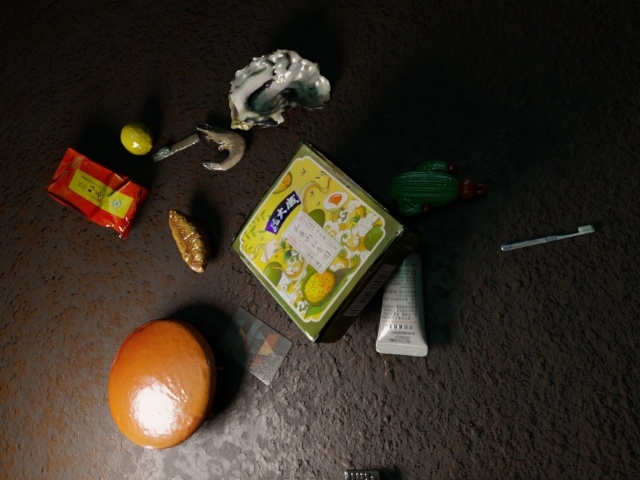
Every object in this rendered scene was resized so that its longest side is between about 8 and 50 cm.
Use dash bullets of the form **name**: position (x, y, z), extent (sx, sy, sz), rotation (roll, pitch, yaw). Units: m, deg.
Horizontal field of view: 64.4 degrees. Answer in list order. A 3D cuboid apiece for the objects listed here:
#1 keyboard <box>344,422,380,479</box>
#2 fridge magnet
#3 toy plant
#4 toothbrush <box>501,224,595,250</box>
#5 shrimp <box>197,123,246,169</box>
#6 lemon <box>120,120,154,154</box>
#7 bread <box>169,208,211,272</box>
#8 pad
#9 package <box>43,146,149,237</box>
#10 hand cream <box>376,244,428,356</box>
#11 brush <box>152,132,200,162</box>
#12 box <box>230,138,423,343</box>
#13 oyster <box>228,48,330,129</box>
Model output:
- **keyboard**: position (0.111, 0.648, 1.244), extent (0.103, 0.041, 0.381), rotation (-8, 73, 18)
- **fridge magnet**: position (-0.452, 0.405, 1.458), extent (0.363, 0.155, 0.364), rotation (-5, 74, 20)
- **toy plant**: position (0.304, -0.148, 1.364), extent (0.240, 0.088, 0.155), rotation (-20, 55, 7)
- **toothbrush**: position (0.563, -0.006, 1.264), extent (0.219, 0.016, 0.019), rotation (-14, 70, 17)
- **shrimp**: position (-0.343, -0.304, 1.671), extent (0.219, 0.046, 0.152), rotation (31, 85, 24)
- **lemon**: position (-0.634, -0.356, 1.758), extent (0.133, 0.109, 0.109), rotation (38, 91, 16)
- **bread**: position (-0.400, -0.004, 1.593), extent (0.105, 0.076, 0.233), rotation (-38, 73, 20)
- **pad**: position (-0.194, 0.302, 1.473), extent (0.211, 0.003, 0.143), rotation (28, 87, 24)
- **package**: position (-0.757, -0.164, 1.744), extent (0.423, 0.123, 0.196), rotation (25, 88, 24)
- **hand cream**: position (0.219, 0.139, 1.317), extent (0.139, 0.089, 0.314), rotation (1, 80, 30)
- **brush**: position (-0.501, -0.321, 1.744), extent (0.190, 0.027, 0.034), rotation (-21, 71, 13)
- **box**: position (0.000, 0.000, 1.353), extent (0.420, 0.138, 0.373), rotation (45, 106, 32)
- **oyster**: position (-0.153, -0.460, 1.610), extent (0.351, 0.115, 0.238), rotation (-30, 76, 16)
